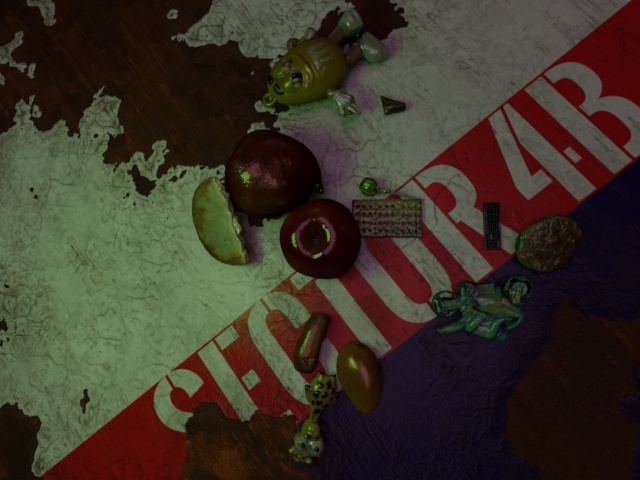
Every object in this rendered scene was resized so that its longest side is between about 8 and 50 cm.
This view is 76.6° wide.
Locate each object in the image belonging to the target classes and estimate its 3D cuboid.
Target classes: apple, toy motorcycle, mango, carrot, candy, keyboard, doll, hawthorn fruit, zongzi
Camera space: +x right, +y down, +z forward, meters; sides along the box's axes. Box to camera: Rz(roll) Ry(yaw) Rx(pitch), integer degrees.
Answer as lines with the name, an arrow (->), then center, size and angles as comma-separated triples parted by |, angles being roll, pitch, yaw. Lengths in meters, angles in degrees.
apple -> 0.000, 0.000, 1.281 | 0.261, 0.216, 0.260 | -1, 85, 9
toy motorcycle -> 0.491, 0.212, 1.225 | 0.297, 0.109, 0.198 | -8, 90, 7
mango -> 0.120, 0.426, 1.254 | 0.141, 0.102, 0.217 | -15, 77, 14
carrot -> -0.034, 0.328, 1.308 | 0.087, 0.087, 0.193 | 13, 82, 12
candy -> 0.224, -0.163, 1.347 | 0.194, 0.058, 0.062 | 15, 125, 10
keyboard -> 0.547, -0.046, 1.291 | 0.053, 0.010, 0.154 | 0, 81, 9
doll -> 0.026, -0.600, 1.400 | 0.349, 0.161, 0.422 | 22, 81, 8
doll -> -0.018, 0.554, 1.269 | 0.117, 0.086, 0.290 | 17, 85, -8
hawthorn fruit -> -0.159, -0.221, 1.319 | 0.312, 0.295, 0.294 | -19, 79, 11
zongzi -> 0.251, -0.476, 1.401 | 0.076, 0.040, 0.083 | -9, 62, 2

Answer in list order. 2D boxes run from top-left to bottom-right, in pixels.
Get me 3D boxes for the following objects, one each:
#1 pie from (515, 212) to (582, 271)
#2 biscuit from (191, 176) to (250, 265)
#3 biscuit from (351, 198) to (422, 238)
pie -> 0.685, 0.011, 1.224 | 0.194, 0.079, 0.163 | -23, 86, 7
biscuit -> -0.356, -0.054, 1.394 | 0.205, 0.040, 0.308 | -14, 98, 37
biscuit -> 0.220, -0.072, 1.352 | 0.232, 0.016, 0.138 | 0, 81, 10
